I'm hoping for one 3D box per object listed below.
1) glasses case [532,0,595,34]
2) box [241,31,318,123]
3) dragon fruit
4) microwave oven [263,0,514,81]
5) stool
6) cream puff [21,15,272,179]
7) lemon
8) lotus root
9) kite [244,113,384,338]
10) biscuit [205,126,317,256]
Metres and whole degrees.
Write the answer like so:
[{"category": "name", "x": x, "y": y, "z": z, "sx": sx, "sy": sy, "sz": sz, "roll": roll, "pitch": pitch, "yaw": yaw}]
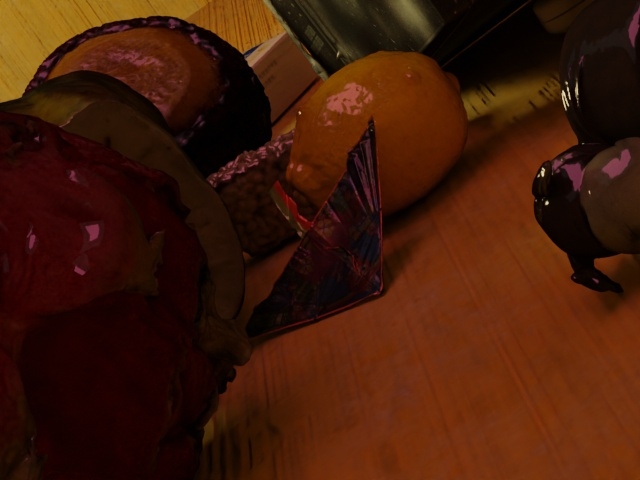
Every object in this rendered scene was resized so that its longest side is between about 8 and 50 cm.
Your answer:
[{"category": "glasses case", "x": 0.275, "y": -0.243, "z": 1.497, "sx": 0.233, "sy": 0.059, "sz": 0.092, "roll": -34, "pitch": 11, "yaw": 10}, {"category": "box", "x": -0.160, "y": -0.091, "z": 1.978, "sx": 0.200, "sy": 0.065, "sz": 0.343, "roll": -21, "pitch": 20, "yaw": 43}, {"category": "dragon fruit", "x": -0.215, "y": 0.069, "z": 1.109, "sx": 0.329, "sy": 0.329, "sz": 0.329, "roll": -33, "pitch": 14, "yaw": 9}, {"category": "microwave oven", "x": 0.120, "y": -0.313, "z": 1.527, "sx": 0.374, "sy": 0.236, "sz": 0.432, "roll": -36, "pitch": 0, "yaw": -10}, {"category": "stool", "x": 0.191, "y": -0.068, "z": 1.006, "sx": 0.121, "sy": 0.125, "sz": 0.217, "roll": -15, "pitch": 34, "yaw": 50}, {"category": "cream puff", "x": -0.161, "y": -0.093, "z": 1.717, "sx": 0.239, "sy": 0.165, "sz": 0.239, "roll": -5, "pitch": 47, "yaw": 5}, {"category": "lemon", "x": 0.041, "y": -0.076, "z": 1.376, "sx": 0.155, "sy": 0.114, "sz": 0.114, "roll": -35, "pitch": 14, "yaw": -13}, {"category": "lotus root", "x": -0.196, "y": -0.009, "z": 1.428, "sx": 0.250, "sy": 0.250, "sz": 0.346, "roll": -36, "pitch": 15, "yaw": -3}, {"category": "kite", "x": 0.000, "y": 0.000, "z": 1.297, "sx": 0.190, "sy": 0.010, "sz": 0.159, "roll": -59, "pitch": 39, "yaw": 6}, {"category": "biscuit", "x": -0.016, "y": -0.055, "z": 1.499, "sx": 0.168, "sy": 0.082, "sz": 0.070, "roll": -31, "pitch": 12, "yaw": 16}]
